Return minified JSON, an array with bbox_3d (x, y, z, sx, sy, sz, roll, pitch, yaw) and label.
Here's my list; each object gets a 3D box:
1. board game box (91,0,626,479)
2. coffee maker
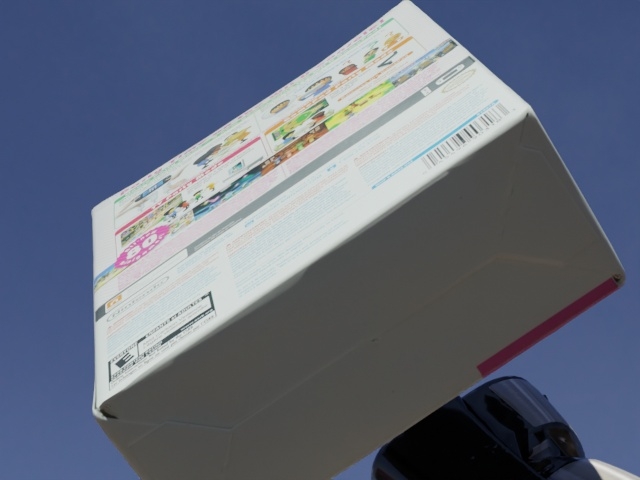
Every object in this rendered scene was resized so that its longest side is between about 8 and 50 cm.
[{"bbox_3d":[0.000,0.000,0.865,0.224,0.303,0.097,-33,-71,4],"label":"board game box"},{"bbox_3d":[0.106,0.167,0.955,0.171,0.178,0.120,-14,-63,-28],"label":"coffee maker"}]
